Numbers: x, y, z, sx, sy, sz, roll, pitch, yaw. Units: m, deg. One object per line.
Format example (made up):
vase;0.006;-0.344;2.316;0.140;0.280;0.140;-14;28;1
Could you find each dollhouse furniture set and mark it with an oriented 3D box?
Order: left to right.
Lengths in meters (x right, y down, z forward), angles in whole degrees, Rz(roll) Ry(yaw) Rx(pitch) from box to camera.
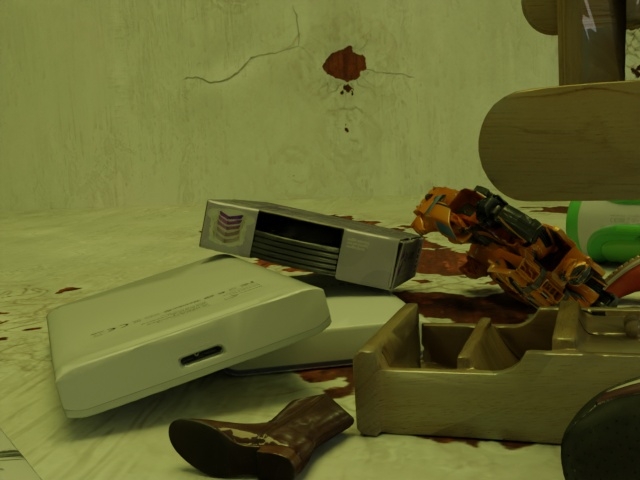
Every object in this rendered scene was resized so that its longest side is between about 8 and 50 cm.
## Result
dollhouse furniture set;0.164;-0.058;0.655;0.256;0.394;0.362;-1;8;18

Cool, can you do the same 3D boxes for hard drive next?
hard drive;-0.156;0.080;0.852;0.233;0.047;0.353;-18;10;-17
hard drive;-0.016;0.086;0.974;0.210;0.040;0.318;-5;8;-9

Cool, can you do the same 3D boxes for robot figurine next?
robot figurine;0.229;0.018;1.013;0.211;0.085;0.291;39;-1;-20

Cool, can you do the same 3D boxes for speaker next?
speaker;0.524;-0.020;1.233;0.296;0.131;0.131;4;11;42

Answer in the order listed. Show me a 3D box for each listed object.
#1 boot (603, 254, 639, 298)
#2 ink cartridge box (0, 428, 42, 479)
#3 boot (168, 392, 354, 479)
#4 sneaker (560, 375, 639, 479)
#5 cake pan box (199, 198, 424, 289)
boot;0.418;0.049;1.017;0.158;0.085;0.059;-30;-14;24
ink cartridge box;-0.207;0.155;0.400;0.139;0.082;0.190;-8;7;-32
boot;-0.040;0.137;0.620;0.106;0.037;0.114;14;17;20
sneaker;0.202;0.132;0.333;0.281;0.106;0.162;5;14;43
cake pan box;0.000;0.000;1.086;0.245;0.070;0.267;11;4;11
